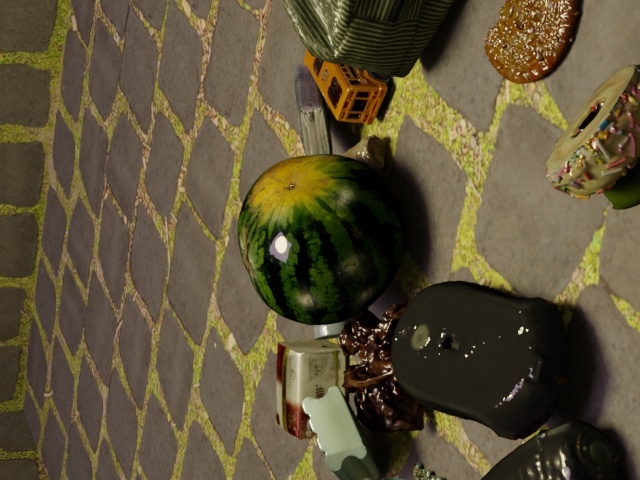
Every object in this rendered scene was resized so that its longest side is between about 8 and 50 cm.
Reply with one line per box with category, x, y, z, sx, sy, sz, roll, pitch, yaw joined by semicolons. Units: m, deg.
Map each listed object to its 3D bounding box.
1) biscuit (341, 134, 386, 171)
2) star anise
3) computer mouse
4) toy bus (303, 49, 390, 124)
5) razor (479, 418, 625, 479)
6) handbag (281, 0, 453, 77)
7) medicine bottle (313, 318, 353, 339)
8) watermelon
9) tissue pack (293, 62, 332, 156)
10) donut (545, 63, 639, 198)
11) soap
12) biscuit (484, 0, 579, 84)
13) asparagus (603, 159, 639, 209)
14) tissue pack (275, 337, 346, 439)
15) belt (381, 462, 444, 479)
biscuit;0.043;-0.110;2.047;0.219;0.055;0.061;-34;68;61
star anise;0.092;0.189;1.908;0.190;0.125;0.220;-121;35;-49
computer mouse;0.214;0.150;1.660;0.323;0.116;0.183;14;90;59
toy bus;0.034;-0.272;2.013;0.194;0.088;0.083;64;144;40
razor;0.264;0.361;1.596;0.327;0.107;0.189;-54;44;51
handbag;0.063;-0.422;1.799;0.240;0.247;0.341;-47;48;40
medicine bottle;0.008;0.051;2.093;0.090;0.090;0.217;-26;70;61
watermelon;0.000;-0.005;1.927;0.269;0.268;0.269;10;102;63
tissue pack;-0.012;-0.206;2.068;0.156;0.051;0.112;-96;-4;-54
donut;0.319;-0.117;1.408;0.175;0.068;0.174;-54;5;7
soap;0.035;0.308;1.976;0.198;0.066;0.119;65;180;-68
biscuit;0.271;-0.271;1.613;0.206;0.025;0.126;-56;44;50
asparagus;0.395;-0.096;1.346;0.277;0.060;0.067;148;136;-64
tissue pack;-0.018;0.249;2.153;0.106;0.099;0.149;13;104;63
belt;0.168;0.381;1.844;0.179;0.100;0.065;12;102;47
